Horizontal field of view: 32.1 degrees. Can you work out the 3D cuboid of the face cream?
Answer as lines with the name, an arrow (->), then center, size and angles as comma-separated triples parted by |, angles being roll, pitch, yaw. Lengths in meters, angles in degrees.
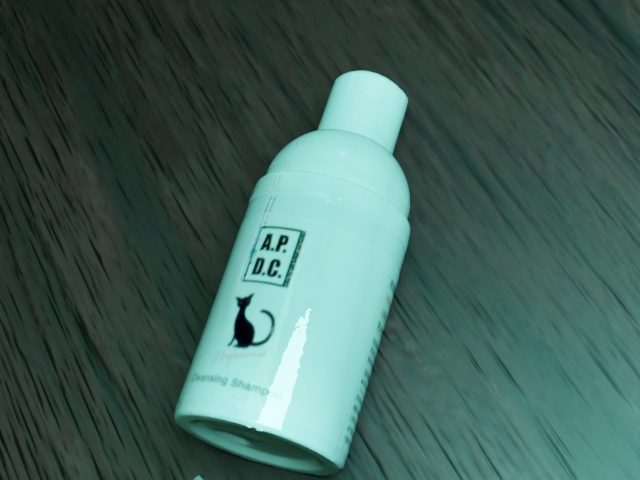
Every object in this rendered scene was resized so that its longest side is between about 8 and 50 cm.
face cream -> 0.000, 0.000, 0.945 | 0.145, 0.145, 0.370 | 8, 67, 20

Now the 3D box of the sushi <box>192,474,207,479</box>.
sushi -> -0.106, 0.300, 0.889 | 0.139, 0.031, 0.201 | -37, 60, -4
